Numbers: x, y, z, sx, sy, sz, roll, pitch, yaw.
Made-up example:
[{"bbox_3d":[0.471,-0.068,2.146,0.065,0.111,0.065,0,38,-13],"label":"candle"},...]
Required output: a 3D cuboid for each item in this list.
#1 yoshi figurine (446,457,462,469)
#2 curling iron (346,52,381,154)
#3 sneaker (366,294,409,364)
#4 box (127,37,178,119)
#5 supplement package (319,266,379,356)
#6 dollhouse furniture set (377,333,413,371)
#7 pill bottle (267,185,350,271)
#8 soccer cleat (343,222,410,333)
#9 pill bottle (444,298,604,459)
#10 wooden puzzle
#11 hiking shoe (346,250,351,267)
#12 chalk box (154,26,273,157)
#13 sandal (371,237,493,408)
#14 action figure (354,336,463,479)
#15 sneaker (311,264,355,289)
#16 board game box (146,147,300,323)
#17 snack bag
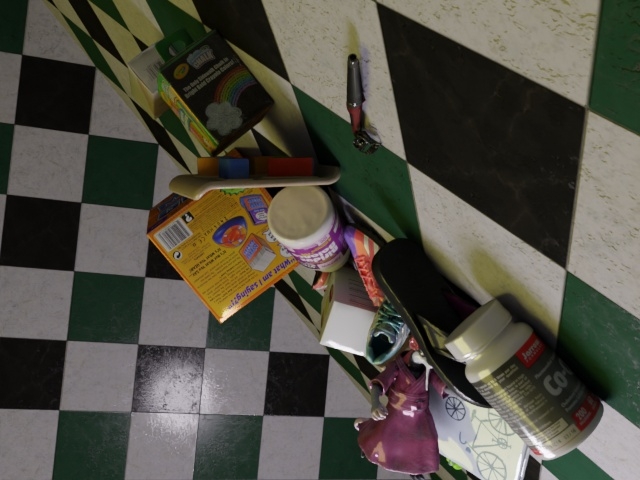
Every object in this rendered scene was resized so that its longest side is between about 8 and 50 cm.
[{"bbox_3d":[0.419,0.520,1.877,0.203,0.203,0.362,69,165,-11],"label":"yoshi figurine"},{"bbox_3d":[0.072,-0.239,1.186,0.068,0.035,0.274,39,165,23],"label":"curling iron"},{"bbox_3d":[0.182,0.179,1.569,0.110,0.122,0.283,24,119,15],"label":"sneaker"},{"bbox_3d":[-0.516,-0.506,2.124,0.121,0.148,0.311,50,168,-5],"label":"box"},{"bbox_3d":[0.081,0.186,1.822,0.133,0.139,0.244,16,-161,-5],"label":"supplement package"},{"bbox_3d":[0.198,0.320,2.029,0.303,0.174,0.355,53,166,-14],"label":"dollhouse furniture set"},{"bbox_3d":[-0.015,-0.019,1.748,0.169,0.169,0.301,43,177,26],"label":"pill bottle"},{"bbox_3d":[0.151,0.096,1.678,0.318,0.116,0.108,49,167,-1],"label":"soccer cleat"},{"bbox_3d":[0.384,0.261,1.283,0.283,0.161,0.161,48,167,6],"label":"pill bottle"},{"bbox_3d":[-0.168,-0.167,1.601,0.322,0.347,0.081,-160,63,-65],"label":"wooden puzzle"},{"bbox_3d":[0.000,0.000,1.973,0.227,0.086,0.114,42,162,25],"label":"hiking shoe"},{"bbox_3d":[-0.283,-0.380,1.642,0.289,0.180,0.179,52,166,-5],"label":"chalk box"},{"bbox_3d":[0.281,0.182,1.432,0.446,0.167,0.107,49,149,-1],"label":"sandal"},{"bbox_3d":[0.232,0.394,1.669,0.248,0.370,0.276,8,-168,-5],"label":"action figure"},{"bbox_3d":[0.050,0.122,2.104,0.136,0.116,0.314,17,180,-1],"label":"sneaker"},{"bbox_3d":[-0.294,-0.030,2.119,0.356,0.356,0.356,54,178,-19],"label":"board game box"},{"bbox_3d":[0.365,0.433,1.656,0.342,0.037,0.323,24,121,39],"label":"snack bag"}]
